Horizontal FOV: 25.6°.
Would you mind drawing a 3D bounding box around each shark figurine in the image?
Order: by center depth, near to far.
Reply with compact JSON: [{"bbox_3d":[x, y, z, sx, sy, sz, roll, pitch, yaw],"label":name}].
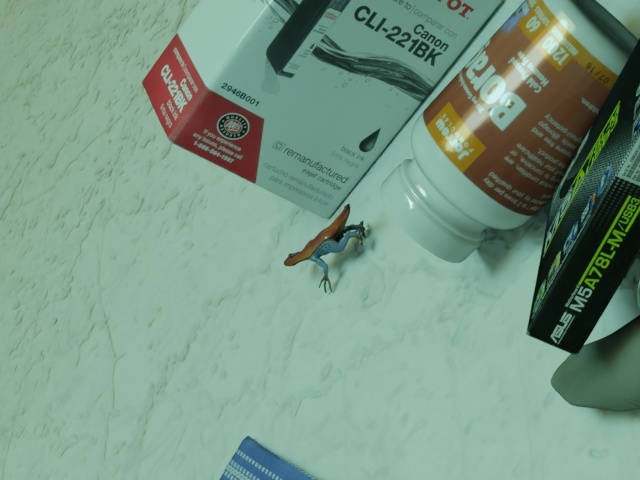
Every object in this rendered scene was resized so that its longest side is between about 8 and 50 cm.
[{"bbox_3d":[0.249,0.011,0.904,0.278,0.116,0.166,-59,35,10],"label":"shark figurine"}]

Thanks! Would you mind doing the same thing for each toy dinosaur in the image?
[{"bbox_3d":[0.000,0.000,1.287,0.082,0.090,0.047,-12,35,13],"label":"toy dinosaur"}]

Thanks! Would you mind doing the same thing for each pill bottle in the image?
[{"bbox_3d":[0.149,-0.087,1.092,0.216,0.121,0.121,-48,37,22],"label":"pill bottle"}]

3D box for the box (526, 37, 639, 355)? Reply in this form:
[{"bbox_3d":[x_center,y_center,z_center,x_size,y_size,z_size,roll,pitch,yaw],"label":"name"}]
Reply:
[{"bbox_3d":[0.201,-0.047,0.940,0.184,0.045,0.190,-70,2,-54],"label":"box"}]

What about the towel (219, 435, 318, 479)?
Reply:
[{"bbox_3d":[-0.076,0.351,1.185,0.243,0.040,0.336,18,81,58],"label":"towel"}]

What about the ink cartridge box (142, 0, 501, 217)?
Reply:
[{"bbox_3d":[0.000,-0.183,1.288,0.273,0.197,0.114,-52,37,17],"label":"ink cartridge box"}]
